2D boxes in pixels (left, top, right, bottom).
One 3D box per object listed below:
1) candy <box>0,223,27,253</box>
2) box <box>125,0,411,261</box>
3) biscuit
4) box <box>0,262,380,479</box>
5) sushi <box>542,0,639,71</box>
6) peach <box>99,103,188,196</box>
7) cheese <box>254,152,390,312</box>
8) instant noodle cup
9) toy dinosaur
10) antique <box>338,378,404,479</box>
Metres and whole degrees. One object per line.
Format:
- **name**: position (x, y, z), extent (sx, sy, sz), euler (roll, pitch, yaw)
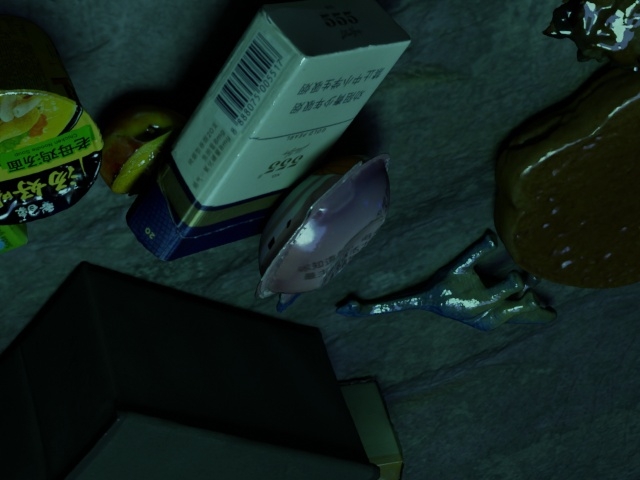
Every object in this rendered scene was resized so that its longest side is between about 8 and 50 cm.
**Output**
- **candy**: position (-0.370, -0.009, 1.323), extent (0.195, 0.062, 0.097), euler (-22, 142, 2)
- **box**: position (-0.048, -0.098, 1.313), extent (0.168, 0.071, 0.259), euler (-18, 153, -53)
- **biscuit**: position (0.367, -0.087, 1.562), extent (0.359, 0.074, 0.381), euler (16, 126, -39)
- **box**: position (-0.163, 0.208, 1.558), extent (0.345, 0.204, 0.251), euler (20, 126, -40)
- **sushi**: position (0.259, -0.261, 1.190), extent (0.238, 0.218, 0.225), euler (-22, 145, 2)
- **peach**: position (-0.161, -0.087, 1.328), extent (0.098, 0.061, 0.098), euler (-34, 166, -10)
- **cheese**: position (0.000, 0.000, 1.435), extent (0.189, 0.074, 0.286), euler (-43, 170, -17)
- **instant noodle cup**: position (-0.263, -0.103, 1.215), extent (0.151, 0.122, 0.151), euler (-14, 140, -12)
- **toy dinosaur**: position (0.158, 0.079, 1.686), extent (0.188, 0.075, 0.248), euler (-28, 148, 24)
- **antique**: position (0.011, 0.268, 1.756), extent (0.152, 0.148, 0.146), euler (-8, 138, -13)
